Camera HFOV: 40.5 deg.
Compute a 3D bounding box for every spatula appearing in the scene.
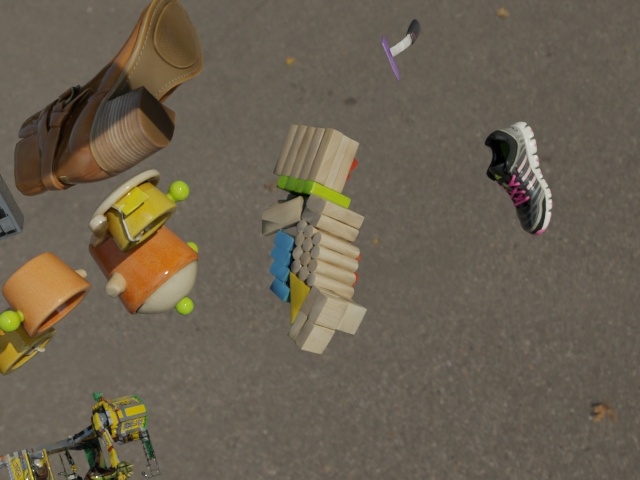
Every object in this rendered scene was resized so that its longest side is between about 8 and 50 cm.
[{"bbox_3d":[0.164,-0.387,1.704,0.030,0.084,0.296,-15,22,28],"label":"spatula"}]

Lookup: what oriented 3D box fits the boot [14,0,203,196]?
[{"bbox_3d":[-0.269,-0.181,1.098,0.220,0.109,0.283,-18,52,27],"label":"boot"}]

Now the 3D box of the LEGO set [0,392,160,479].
[{"bbox_3d":[-0.366,0.410,1.325,0.255,0.192,0.331,-23,78,40],"label":"LEGO set"}]

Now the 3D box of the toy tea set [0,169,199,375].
[{"bbox_3d":[-0.242,0.083,0.855,0.336,0.200,0.124,-42,88,-11],"label":"toy tea set"}]

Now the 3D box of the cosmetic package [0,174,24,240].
[{"bbox_3d":[-0.587,-0.021,1.321,0.239,0.099,0.060,-21,31,-3],"label":"cosmetic package"}]

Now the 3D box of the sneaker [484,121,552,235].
[{"bbox_3d":[0.278,-0.088,1.247,0.075,0.063,0.170,-6,79,-25],"label":"sneaker"}]

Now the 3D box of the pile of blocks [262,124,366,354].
[{"bbox_3d":[0.000,0.000,1.306,0.149,0.112,0.362,-16,63,41],"label":"pile of blocks"}]
